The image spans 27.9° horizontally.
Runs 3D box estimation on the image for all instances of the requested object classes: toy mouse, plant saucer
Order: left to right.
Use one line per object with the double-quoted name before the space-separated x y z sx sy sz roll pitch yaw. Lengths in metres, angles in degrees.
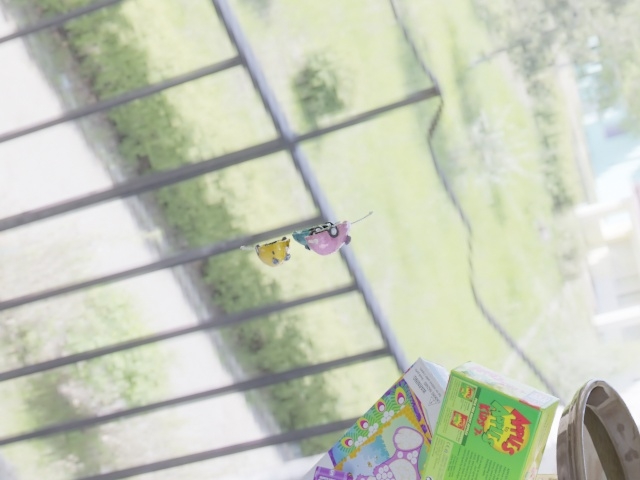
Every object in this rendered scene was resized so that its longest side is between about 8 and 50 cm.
"toy mouse" 0.000 0.000 1.475 0.161 0.143 0.031 -4 -78 70
"plant saucer" 0.324 0.292 1.430 0.278 0.041 0.278 39 42 -47

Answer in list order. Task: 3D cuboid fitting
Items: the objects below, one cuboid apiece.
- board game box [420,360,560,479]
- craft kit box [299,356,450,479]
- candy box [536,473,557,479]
"board game box" 0.142 0.211 1.156 0.043 0.092 0.181 -15 123 -59
"craft kit box" 0.095 0.292 1.332 0.061 0.246 0.250 25 21 -47
"candy box" 0.338 0.416 1.748 0.183 0.087 0.316 -67 -168 -16
